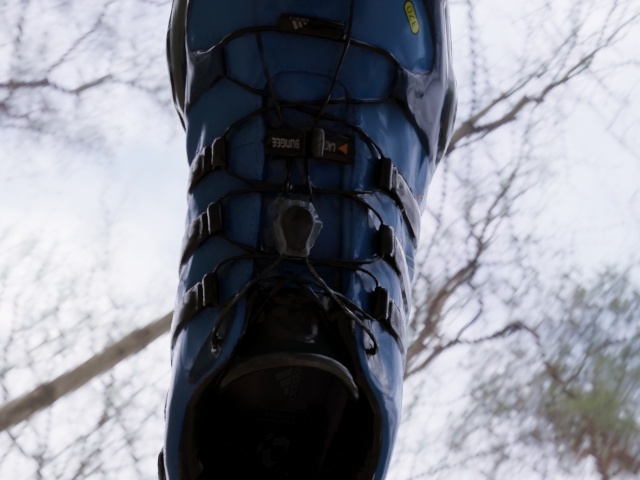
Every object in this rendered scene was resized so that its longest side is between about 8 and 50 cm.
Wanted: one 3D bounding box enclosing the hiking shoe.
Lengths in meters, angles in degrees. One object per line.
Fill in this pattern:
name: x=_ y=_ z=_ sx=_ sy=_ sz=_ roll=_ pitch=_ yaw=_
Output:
hiking shoe: x=0.000 y=0.000 z=0.640 sx=0.113 sy=0.132 sz=0.304 roll=0 pitch=-72 yaw=-8
